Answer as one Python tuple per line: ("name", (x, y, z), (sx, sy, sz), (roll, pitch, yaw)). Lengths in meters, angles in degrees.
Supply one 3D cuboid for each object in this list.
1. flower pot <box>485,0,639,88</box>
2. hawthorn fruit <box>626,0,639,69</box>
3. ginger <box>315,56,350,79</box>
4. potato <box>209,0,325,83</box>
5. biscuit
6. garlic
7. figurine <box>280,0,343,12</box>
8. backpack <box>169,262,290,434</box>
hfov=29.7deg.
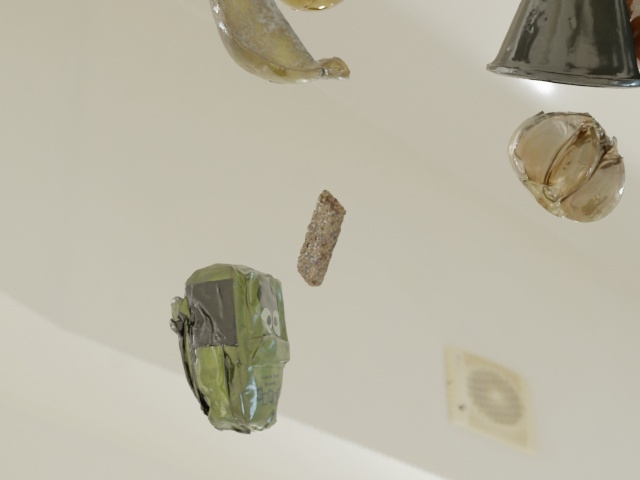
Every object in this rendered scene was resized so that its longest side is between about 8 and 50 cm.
("flower pot", (0.420, -0.347, 2.022), (0.268, 0.166, 0.269), (6, -166, -1))
("hawthorn fruit", (0.630, -0.367, 2.152), (0.251, 0.199, 0.199), (49, -163, -60))
("ginger", (0.005, -0.306, 2.150), (0.057, 0.044, 0.137), (25, -158, 35))
("potato", (-0.115, -0.303, 1.700), (0.100, 0.120, 0.261), (-27, -100, -31))
("biscuit", (0.000, 0.000, 2.154), (0.034, 0.199, 0.064), (-15, -130, -30))
("garlic", (0.446, -0.139, 2.197), (0.229, 0.178, 0.143), (42, -175, -4))
("figurine", (-0.020, -0.493, 1.972), (0.257, 0.167, 0.192), (84, 168, -46))
("backpack", (-0.129, 0.160, 1.788), (0.207, 0.140, 0.254), (16, -113, -71))
